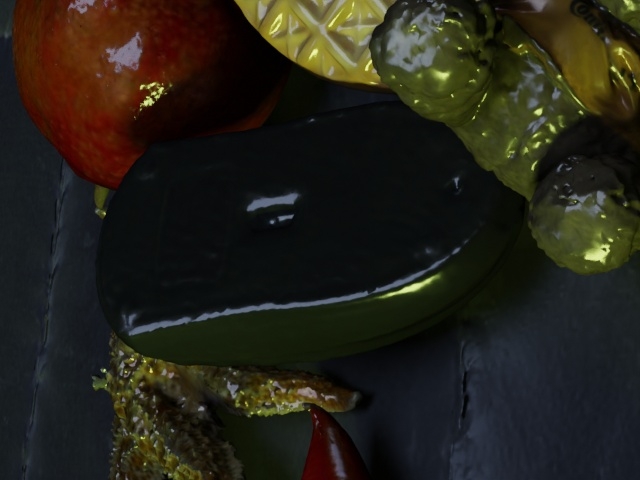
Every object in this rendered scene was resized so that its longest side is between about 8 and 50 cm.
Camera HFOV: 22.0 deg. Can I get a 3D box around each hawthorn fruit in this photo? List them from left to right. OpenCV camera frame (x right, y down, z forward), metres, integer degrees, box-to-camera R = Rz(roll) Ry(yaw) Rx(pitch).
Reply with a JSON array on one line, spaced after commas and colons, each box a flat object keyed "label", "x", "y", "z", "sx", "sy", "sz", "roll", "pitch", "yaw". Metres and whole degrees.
[{"label": "hawthorn fruit", "x": -0.120, "y": -0.119, "z": 1.100, "sx": 0.251, "sy": 0.189, "sz": 0.189, "roll": -56, "pitch": 40, "yaw": 31}]

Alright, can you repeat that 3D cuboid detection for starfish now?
[{"label": "starfish", "x": -0.089, "y": 0.108, "z": 1.066, "sx": 0.293, "sy": 0.084, "sz": 0.301, "roll": -10, "pitch": 67, "yaw": 54}]

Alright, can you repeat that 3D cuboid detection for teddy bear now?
[{"label": "teddy bear", "x": 0.138, "y": -0.103, "z": 0.794, "sx": 0.177, "sy": 0.140, "sz": 0.190, "roll": 43, "pitch": 109, "yaw": 6}]

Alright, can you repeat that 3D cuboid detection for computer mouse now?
[{"label": "computer mouse", "x": 0.000, "y": 0.000, "z": 0.940, "sx": 0.270, "sy": 0.086, "sz": 0.137, "roll": -9, "pitch": 61, "yaw": 26}]

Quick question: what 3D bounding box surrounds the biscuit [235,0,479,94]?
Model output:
[{"label": "biscuit", "x": 0.043, "y": -0.186, "z": 0.932, "sx": 0.309, "sy": 0.040, "sz": 0.204, "roll": 17, "pitch": 94, "yaw": 35}]

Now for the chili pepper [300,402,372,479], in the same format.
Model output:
[{"label": "chili pepper", "x": 0.064, "y": 0.210, "z": 0.806, "sx": 0.368, "sy": 0.092, "sz": 0.137, "roll": 29, "pitch": 109, "yaw": 51}]
